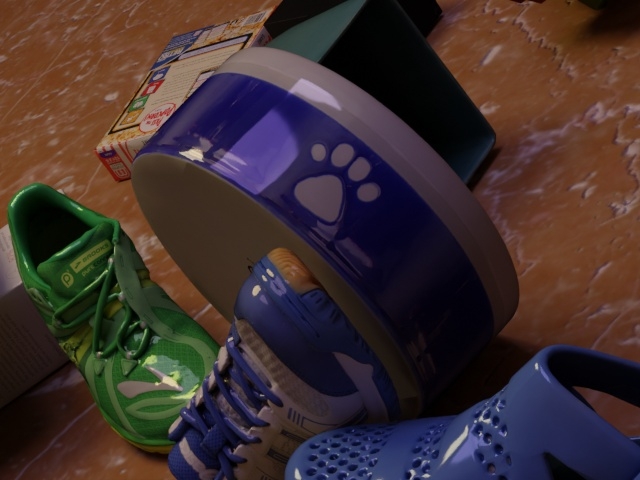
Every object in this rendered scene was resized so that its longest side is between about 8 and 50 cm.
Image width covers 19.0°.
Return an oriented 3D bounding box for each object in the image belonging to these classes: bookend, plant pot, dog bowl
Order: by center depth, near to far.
[{"bbox_3d":[0.000,0.000,1.297,0.104,0.265,0.265,-47,29,-19],"label":"dog bowl"},{"bbox_3d":[-0.017,-0.070,1.559,0.234,0.165,0.165,-13,33,51],"label":"plant pot"},{"bbox_3d":[0.006,-0.185,1.802,0.156,0.072,0.157,-5,40,46],"label":"bookend"}]

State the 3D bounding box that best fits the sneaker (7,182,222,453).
[{"bbox_3d":[-0.167,0.059,1.493,0.109,0.123,0.295,-42,51,-9],"label":"sneaker"}]

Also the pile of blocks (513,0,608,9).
[{"bbox_3d":[0.226,-0.275,1.701,0.362,0.149,0.112,-67,-3,-60],"label":"pile of blocks"}]

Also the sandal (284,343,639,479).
[{"bbox_3d":[0.130,0.111,1.034,0.317,0.138,0.126,-6,33,15],"label":"sandal"}]

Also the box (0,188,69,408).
[{"bbox_3d":[-0.264,0.055,1.694,0.170,0.091,0.130,-35,28,-2],"label":"box"}]

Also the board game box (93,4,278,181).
[{"bbox_3d":[-0.124,-0.149,1.919,0.147,0.045,0.193,-11,35,37],"label":"board game box"}]

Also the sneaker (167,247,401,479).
[{"bbox_3d":[-0.031,0.112,1.174,0.131,0.296,0.112,-30,65,-11],"label":"sneaker"}]
